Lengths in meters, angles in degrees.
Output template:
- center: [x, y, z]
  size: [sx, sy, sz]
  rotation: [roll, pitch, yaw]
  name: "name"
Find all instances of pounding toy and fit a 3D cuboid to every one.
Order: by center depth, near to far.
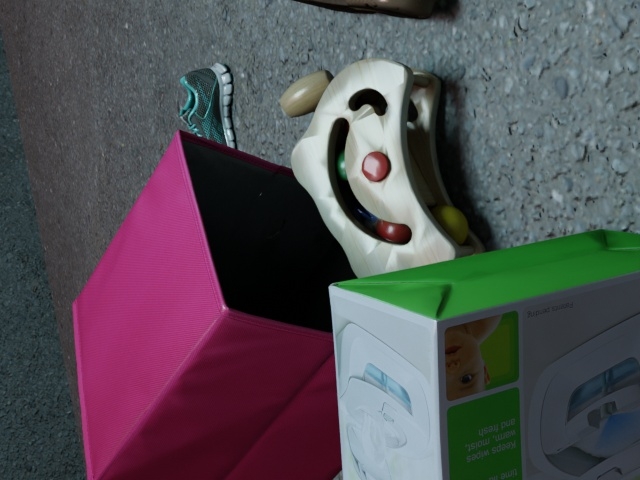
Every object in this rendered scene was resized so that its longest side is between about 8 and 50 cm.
- center: [0.079, -0.085, 0.898]
  size: [0.154, 0.155, 0.269]
  rotation: [-40, 71, 27]
  name: "pounding toy"

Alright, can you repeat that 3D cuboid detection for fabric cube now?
- center: [-0.077, 0.092, 0.922]
  size: [0.258, 0.259, 0.254]
  rotation: [-53, 38, 27]
  name: "fabric cube"

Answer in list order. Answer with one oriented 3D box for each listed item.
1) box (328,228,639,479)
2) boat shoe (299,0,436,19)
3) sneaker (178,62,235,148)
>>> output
- center: [0.150, 0.127, 0.634]
  size: [0.127, 0.262, 0.231]
  rotation: [14, 110, 59]
  name: "box"
- center: [0.034, -0.282, 0.909]
  size: [0.257, 0.095, 0.095]
  rotation: [25, 107, 50]
  name: "boat shoe"
- center: [-0.170, -0.172, 1.312]
  size: [0.065, 0.076, 0.166]
  rotation: [20, 116, 59]
  name: "sneaker"
